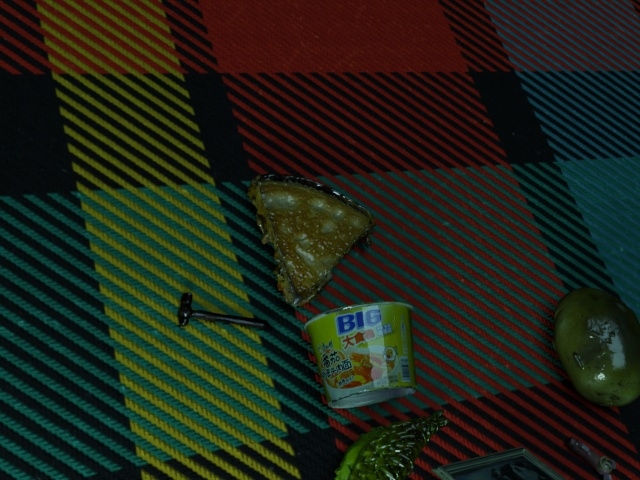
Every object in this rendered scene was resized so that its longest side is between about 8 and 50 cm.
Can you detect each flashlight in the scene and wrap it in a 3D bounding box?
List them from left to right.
[{"bbox_3d":[0.524,0.416,1.834,0.110,0.031,0.052,36,53,-1],"label":"flashlight"}]

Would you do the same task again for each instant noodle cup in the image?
[{"bbox_3d":[0.082,0.204,1.665,0.205,0.205,0.153,-3,70,-26],"label":"instant noodle cup"}]

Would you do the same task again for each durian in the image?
[{"bbox_3d":[0.094,0.381,1.600,0.375,0.132,0.106,-35,92,-41],"label":"durian"}]

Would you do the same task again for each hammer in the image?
[{"bbox_3d":[-0.166,0.135,1.693,0.178,0.021,0.065,11,56,-19],"label":"hammer"}]

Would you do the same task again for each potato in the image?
[{"bbox_3d":[0.565,0.210,1.911,0.197,0.148,0.228,12,58,-1],"label":"potato"}]

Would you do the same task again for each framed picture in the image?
[{"bbox_3d":[0.356,0.432,1.621,0.296,0.019,0.232,3,24,-48],"label":"framed picture"}]

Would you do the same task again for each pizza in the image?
[{"bbox_3d":[0.000,0.000,1.819,0.251,0.074,0.288,-2,63,-25],"label":"pizza"}]
